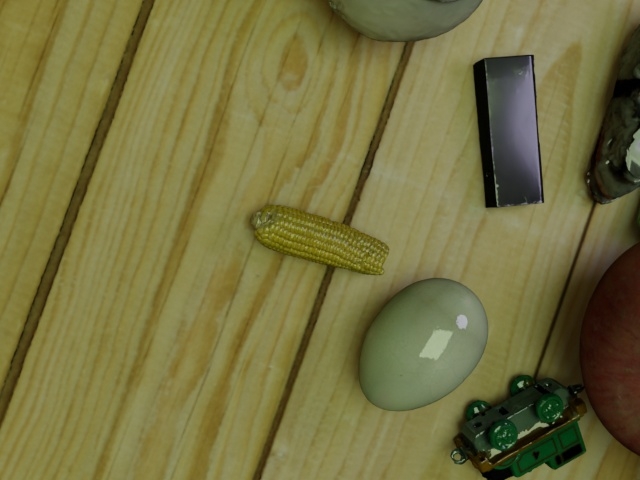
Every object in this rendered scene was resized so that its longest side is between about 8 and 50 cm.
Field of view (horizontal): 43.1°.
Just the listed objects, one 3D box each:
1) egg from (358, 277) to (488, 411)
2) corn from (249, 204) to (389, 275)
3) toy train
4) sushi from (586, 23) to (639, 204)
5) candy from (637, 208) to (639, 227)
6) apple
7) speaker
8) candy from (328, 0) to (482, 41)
[{"bbox_3d":[0.140,0.147,1.128,0.151,0.151,0.209,43,90,-10],"label":"egg"},{"bbox_3d":[0.000,0.000,1.137,0.206,0.067,0.067,17,89,-12],"label":"corn"},{"bbox_3d":[0.301,0.287,1.198,0.227,0.091,0.136,-29,107,-9],"label":"toy train"},{"bbox_3d":[0.496,-0.207,1.194,0.124,0.130,0.332,17,89,-8],"label":"sushi"},{"bbox_3d":[0.647,0.010,1.234,0.343,0.132,0.142,32,78,-10],"label":"candy"},{"bbox_3d":[0.525,0.146,1.127,0.344,0.269,0.345,6,105,24],"label":"apple"},{"bbox_3d":[0.280,-0.159,1.198,0.082,0.044,0.218,-7,94,-11],"label":"speaker"},{"bbox_3d":[0.106,-0.400,1.086,0.295,0.185,0.296,4,76,-17],"label":"candy"}]
